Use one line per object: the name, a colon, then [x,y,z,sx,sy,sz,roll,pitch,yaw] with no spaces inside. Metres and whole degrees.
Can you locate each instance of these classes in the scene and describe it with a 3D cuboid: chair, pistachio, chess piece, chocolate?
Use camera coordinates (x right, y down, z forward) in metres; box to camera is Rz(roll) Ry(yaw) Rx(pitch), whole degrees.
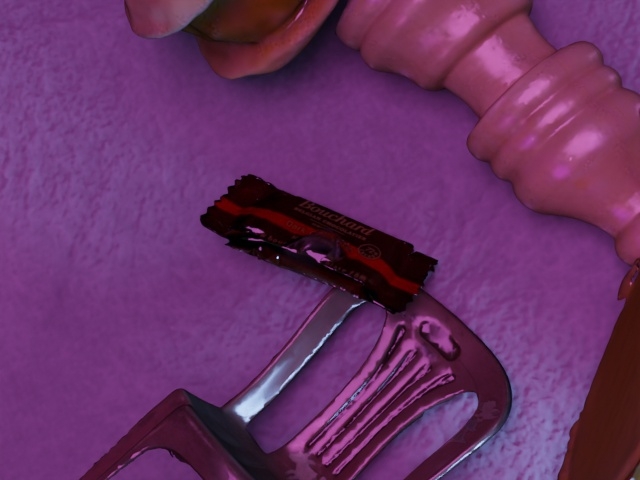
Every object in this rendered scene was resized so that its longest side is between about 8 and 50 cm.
chair: [-0.026,0.164,1.297,0.175,0.183,0.326,42,92,22]
pistachio: [-0.042,-0.287,1.363,0.238,0.229,0.321,26,93,58]
chess piece: [0.163,-0.099,1.343,0.139,0.124,0.307,-34,76,-25]
chocolate: [0.000,0.000,1.382,0.182,0.086,0.028,24,132,19]

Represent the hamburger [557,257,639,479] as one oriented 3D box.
hamburger: [0.299,0.088,1.193,0.186,0.261,0.302,19,87,-2]
